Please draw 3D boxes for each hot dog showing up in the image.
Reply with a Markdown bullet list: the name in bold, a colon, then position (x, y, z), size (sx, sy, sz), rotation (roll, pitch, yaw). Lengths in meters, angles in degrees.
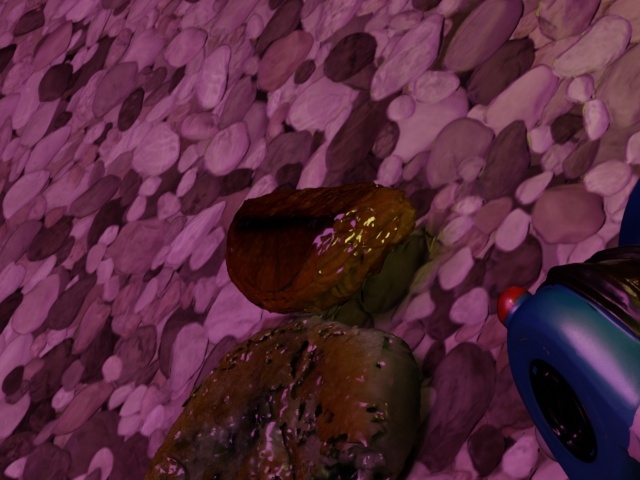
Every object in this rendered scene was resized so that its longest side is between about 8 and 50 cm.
- **hot dog**: position (-0.003, -0.001, 1.763), size (0.160, 0.099, 0.227), rotation (-35, 23, -24)

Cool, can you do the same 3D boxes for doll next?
- **doll**: position (0.288, 0.042, 1.245), size (0.310, 0.240, 0.284), rotation (-29, -17, -17)

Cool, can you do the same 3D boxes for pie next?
- **pie**: position (-0.057, 0.213, 1.688), size (0.371, 0.078, 0.296), rotation (-49, 31, 8)

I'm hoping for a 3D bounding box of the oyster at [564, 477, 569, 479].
- **oyster**: position (0.168, 0.321, 1.281), size (0.271, 0.100, 0.275), rotation (-47, 30, 20)
